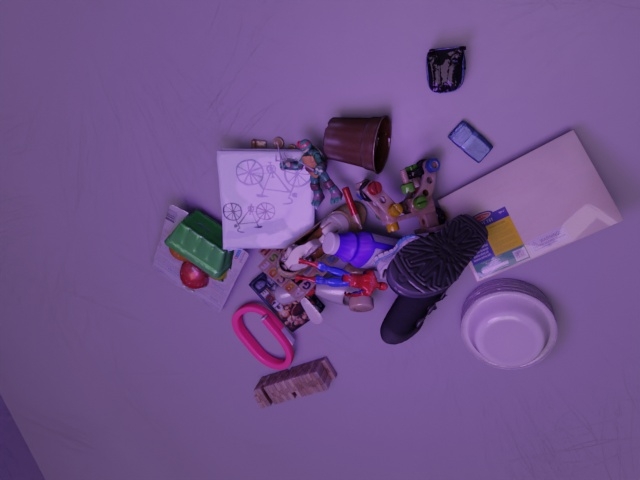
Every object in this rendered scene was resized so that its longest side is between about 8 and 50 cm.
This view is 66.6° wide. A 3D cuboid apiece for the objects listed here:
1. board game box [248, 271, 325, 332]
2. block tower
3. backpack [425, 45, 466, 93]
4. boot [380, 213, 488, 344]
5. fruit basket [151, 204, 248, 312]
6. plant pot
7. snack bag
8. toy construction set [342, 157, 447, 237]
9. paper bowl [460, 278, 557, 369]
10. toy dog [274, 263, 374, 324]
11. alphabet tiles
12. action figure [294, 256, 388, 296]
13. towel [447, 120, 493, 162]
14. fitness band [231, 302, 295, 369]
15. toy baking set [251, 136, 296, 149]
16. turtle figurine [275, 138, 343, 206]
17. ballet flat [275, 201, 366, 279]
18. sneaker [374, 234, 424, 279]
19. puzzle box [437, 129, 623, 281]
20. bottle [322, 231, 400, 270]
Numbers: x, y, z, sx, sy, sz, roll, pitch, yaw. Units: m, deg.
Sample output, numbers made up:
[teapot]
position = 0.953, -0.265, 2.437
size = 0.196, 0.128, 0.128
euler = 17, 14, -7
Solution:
[board game box]
position = -0.123, 0.200, 1.769
size = 0.165, 0.042, 0.243
euler = -39, 97, 28
[block tower]
position = -0.106, 0.553, 1.886
size = 0.335, 0.097, 0.091
euler = -25, 104, 24
[backpack]
position = 0.340, -0.458, 1.315
size = 0.104, 0.084, 0.115
euler = 1, 107, 18
[boot]
position = 0.257, 0.159, 1.389
size = 0.146, 0.366, 0.445
euler = 50, 144, 20
[fruit basket]
position = -0.445, 0.070, 1.781
size = 0.326, 0.165, 0.353
euler = 33, 134, 3
[plant pot]
position = 0.106, -0.289, 1.430
size = 0.165, 0.167, 0.167
euler = 12, 115, 22
[snack bag]
position = -0.165, -0.126, 1.581
size = 0.322, 0.037, 0.343
euler = 0, 108, -1
[toy construction set]
position = 0.224, -0.083, 1.424
size = 0.308, 0.257, 0.238
euler = -13, 100, 45
[paper bowl]
position = 0.583, 0.276, 1.517
size = 0.283, 0.148, 0.285
euler = 6, 113, 14
[toy dog]
position = 0.029, 0.177, 1.652
size = 0.333, 0.220, 0.161
euler = 14, 154, 17
[alphabet tiles]
position = -0.089, 0.063, 1.630
size = 0.237, 0.009, 0.198
euler = 38, 76, 23
[action figure]
position = 0.065, 0.121, 1.504
size = 0.280, 0.139, 0.092
euler = 11, 77, 0
[towel]
position = 0.429, -0.282, 1.393
size = 0.119, 0.029, 0.067
euler = 41, 118, -1
[fitness band]
position = -0.214, 0.366, 1.842
size = 0.209, 0.054, 0.291
euler = -31, 100, 38
[toy baking set]
position = -0.148, -0.219, 1.605
size = 0.196, 0.030, 0.257
euler = -14, 107, 22
[turtle figurine]
position = -0.026, -0.216, 1.461
size = 0.175, 0.118, 0.234
euler = 14, 140, 54
[ballet flat]
position = 0.000, 0.000, 1.537
size = 0.348, 0.123, 0.123
euler = -38, 98, 5
[sneaker]
position = 0.234, 0.054, 1.400
size = 0.071, 0.083, 0.190
euler = 20, 138, -29
[puzzle box]
position = 0.568, -0.086, 1.365
size = 0.408, 0.052, 0.272
euler = -28, 79, 26
[bottle]
position = 0.140, 0.031, 1.503
size = 0.282, 0.092, 0.118
euler = 11, 134, -30
